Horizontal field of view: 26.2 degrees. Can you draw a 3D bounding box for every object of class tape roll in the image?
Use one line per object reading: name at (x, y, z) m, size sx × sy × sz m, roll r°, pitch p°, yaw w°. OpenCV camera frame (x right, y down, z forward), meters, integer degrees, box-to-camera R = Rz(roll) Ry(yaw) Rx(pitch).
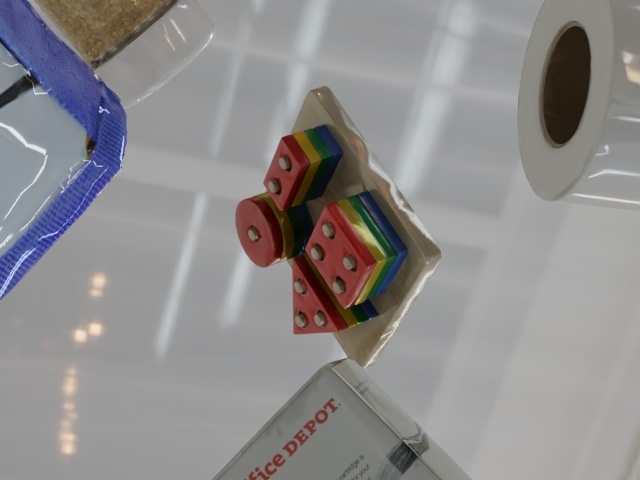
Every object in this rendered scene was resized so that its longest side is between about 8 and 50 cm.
tape roll at (0.326, -0.151, 1.424) m, size 0.246 × 0.169 × 0.246 m, roll -174°, pitch -90°, yaw -77°

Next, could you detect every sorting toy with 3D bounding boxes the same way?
sorting toy at (0.000, 0.000, 1.627) m, size 0.257 × 0.089 × 0.255 m, roll 57°, pitch -33°, yaw 22°

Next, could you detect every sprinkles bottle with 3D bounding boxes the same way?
sprinkles bottle at (-0.248, -0.289, 1.244) m, size 0.121 × 0.355 × 0.121 m, roll -36°, pitch -165°, yaw 12°

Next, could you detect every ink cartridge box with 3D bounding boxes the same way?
ink cartridge box at (0.035, 0.214, 1.062) m, size 0.153 × 0.208 × 0.087 m, roll -46°, pitch 173°, yaw 10°

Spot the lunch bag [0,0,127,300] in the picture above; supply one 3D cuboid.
lunch bag at (-0.317, -0.058, 0.537) m, size 0.385 × 0.328 × 0.239 m, roll -22°, pitch -136°, yaw 25°
